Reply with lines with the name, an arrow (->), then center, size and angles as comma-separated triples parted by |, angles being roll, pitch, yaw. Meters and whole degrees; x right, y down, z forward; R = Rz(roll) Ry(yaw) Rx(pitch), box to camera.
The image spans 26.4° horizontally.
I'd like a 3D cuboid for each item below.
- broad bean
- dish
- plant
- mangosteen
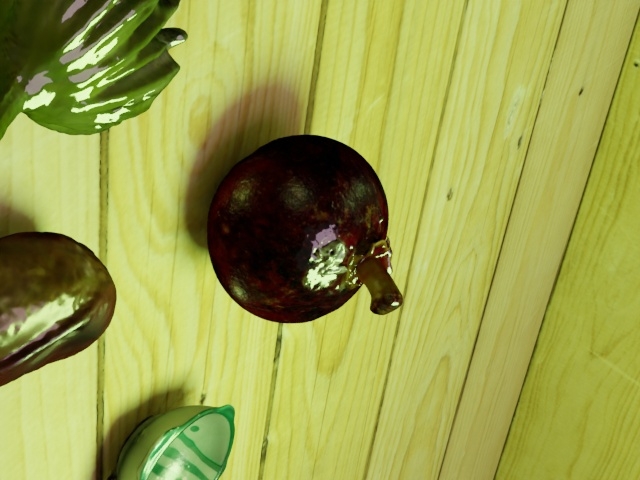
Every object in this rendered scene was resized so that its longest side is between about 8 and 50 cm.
broad bean -> -0.290, 0.066, 1.280 | 0.228, 0.122, 0.156 | -19, 160, -48
dish -> -0.210, 0.298, 1.752 | 0.246, 0.078, 0.224 | -56, 156, -10
plant -> -0.248, -0.131, 1.026 | 0.333, 0.180, 0.251 | -51, 147, -36
mangosteen -> 0.000, 0.000, 1.593 | 0.235, 0.261, 0.236 | -41, 150, -31
